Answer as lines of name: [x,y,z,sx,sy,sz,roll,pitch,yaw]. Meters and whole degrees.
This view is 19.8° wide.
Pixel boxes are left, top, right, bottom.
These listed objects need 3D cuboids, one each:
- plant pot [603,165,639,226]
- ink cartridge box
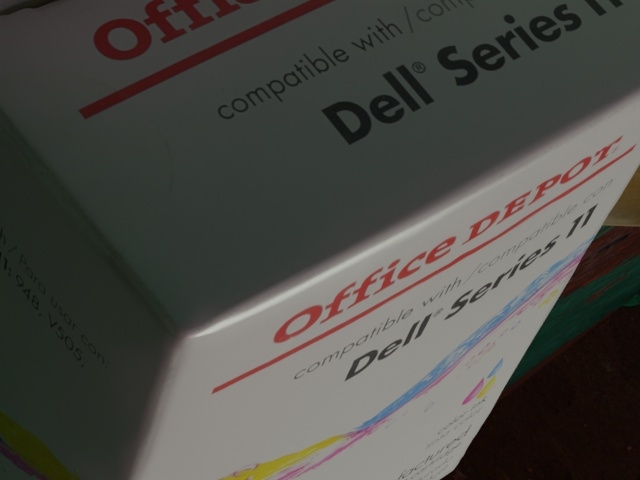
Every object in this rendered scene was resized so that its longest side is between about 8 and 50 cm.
plant pot: [0.124,-0.045,0.865,0.236,0.032,0.236,5,170,1]
ink cartridge box: [-0.014,0.000,0.590,0.207,0.119,0.353,-29,158,-29]
